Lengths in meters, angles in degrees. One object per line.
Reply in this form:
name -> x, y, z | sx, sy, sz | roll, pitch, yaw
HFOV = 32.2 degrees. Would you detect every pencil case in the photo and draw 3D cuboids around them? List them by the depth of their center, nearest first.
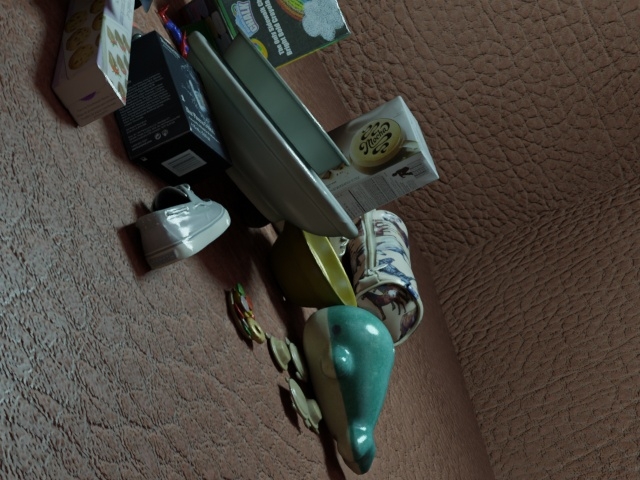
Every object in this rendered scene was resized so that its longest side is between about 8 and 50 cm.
pencil case -> 0.138, 0.070, 2.562 | 0.410, 0.159, 0.184 | -93, 172, -64

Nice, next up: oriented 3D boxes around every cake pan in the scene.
cake pan -> -0.062, -0.221, 1.814 | 0.293, 0.054, 0.293 | 51, 3, -3

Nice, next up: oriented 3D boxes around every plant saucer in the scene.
plant saucer -> -0.100, -0.138, 1.709 | 0.400, 0.100, 0.400 | 51, 2, -3

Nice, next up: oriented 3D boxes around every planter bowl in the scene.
planter bowl -> -0.027, 0.048, 1.913 | 0.217, 0.090, 0.217 | 58, 9, -15

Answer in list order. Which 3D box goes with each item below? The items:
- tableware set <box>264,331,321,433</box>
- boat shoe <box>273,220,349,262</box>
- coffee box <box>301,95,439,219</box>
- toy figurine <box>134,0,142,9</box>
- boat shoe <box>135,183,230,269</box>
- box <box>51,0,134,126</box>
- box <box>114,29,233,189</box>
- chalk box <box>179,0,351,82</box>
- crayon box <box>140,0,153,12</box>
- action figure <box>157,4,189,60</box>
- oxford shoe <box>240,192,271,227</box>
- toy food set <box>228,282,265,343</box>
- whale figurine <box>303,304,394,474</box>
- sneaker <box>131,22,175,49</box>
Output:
tableware set -> -0.037, 0.215, 1.687 | 0.141, 0.020, 0.169 | 51, 16, -59
boat shoe -> 0.000, 0.000, 2.106 | 0.123, 0.116, 0.324 | -95, 159, -61
coffee box -> 0.082, -0.158, 2.391 | 0.119, 0.297, 0.168 | 48, 21, -52
toy figurine -> -0.237, -0.455, 1.593 | 0.213, 0.209, 0.148 | 88, -14, -68
boat shoe -> -0.171, -0.031, 1.372 | 0.227, 0.079, 0.081 | -60, 130, -74
box -> -0.277, -0.252, 1.375 | 0.324, 0.067, 0.063 | -99, 162, -54
box -> -0.205, -0.170, 1.482 | 0.158, 0.093, 0.156 | 68, 10, 19
chalk box -> -0.129, -0.388, 2.019 | 0.179, 0.289, 0.180 | -4, -69, 65
crayon box -> -0.272, -0.468, 1.375 | 0.083, 0.203, 0.323 | -5, 54, -38
action figure -> -0.242, -0.349, 1.908 | 0.038, 0.030, 0.115 | -104, 169, -66
oxford shoe -> -0.096, -0.092, 1.908 | 0.082, 0.096, 0.227 | 31, 43, -13
toy food set -> -0.107, 0.104, 1.572 | 0.082, 0.020, 0.083 | 54, 16, -51
whale figurine -> 0.061, 0.232, 1.788 | 0.216, 0.141, 0.272 | 69, 8, -58
sneaker -> -0.240, -0.254, 1.549 | 0.065, 0.061, 0.158 | 44, 12, 25
